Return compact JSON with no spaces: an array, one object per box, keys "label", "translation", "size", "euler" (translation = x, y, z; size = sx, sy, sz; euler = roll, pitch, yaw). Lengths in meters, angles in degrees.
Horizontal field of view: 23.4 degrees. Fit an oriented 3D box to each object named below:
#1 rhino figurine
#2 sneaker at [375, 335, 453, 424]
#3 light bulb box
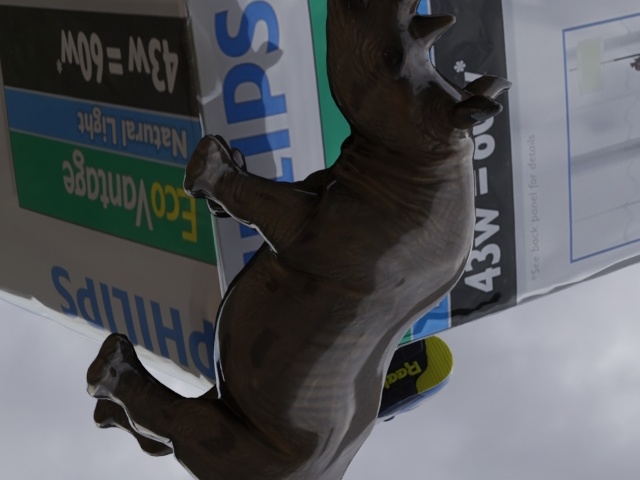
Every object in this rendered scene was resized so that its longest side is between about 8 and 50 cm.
[{"label":"rhino figurine","translation":[0.000,0.000,0.587],"size":[0.106,0.073,0.243],"euler":[30,-73,7]},{"label":"sneaker","translation":[0.042,0.123,1.229],"size":[0.144,0.059,0.053],"euler":[-22,-105,7]},{"label":"light bulb box","translation":[-0.001,-0.100,0.852],"size":[0.358,0.361,0.225],"euler":[15,-64,53]}]
